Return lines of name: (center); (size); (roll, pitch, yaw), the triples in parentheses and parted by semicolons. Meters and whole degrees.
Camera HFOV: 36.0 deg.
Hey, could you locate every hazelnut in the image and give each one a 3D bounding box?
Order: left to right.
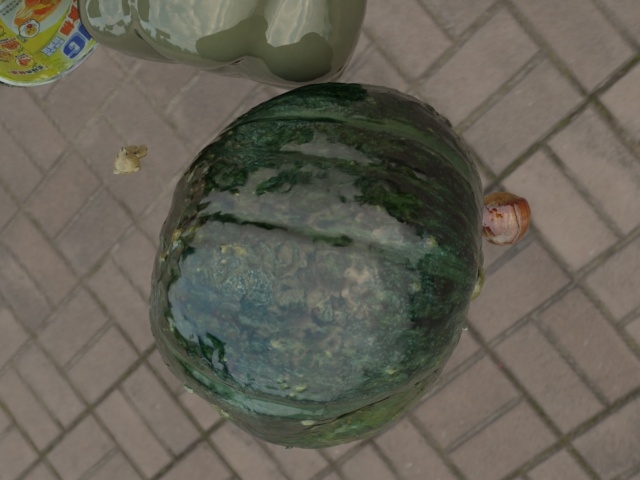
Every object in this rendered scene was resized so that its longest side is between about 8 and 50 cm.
hazelnut: (0.266, -0.032, 1.458); (0.086, 0.086, 0.086); (7, 107, 23)

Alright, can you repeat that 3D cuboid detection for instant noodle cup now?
instant noodle cup: (-0.367, -0.304, 1.160); (0.204, 0.153, 0.205); (-5, 72, 14)

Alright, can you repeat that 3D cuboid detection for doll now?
doll: (-0.352, -0.150, 1.821); (0.061, 0.093, 0.051); (-6, 99, 11)

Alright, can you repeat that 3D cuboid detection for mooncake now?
mooncake: (-0.087, -0.213, 0.881); (0.274, 0.275, 0.135); (11, 97, 22)

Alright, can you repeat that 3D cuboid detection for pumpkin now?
pumpkin: (0.000, 0.000, 0.768); (0.263, 0.293, 0.197); (19, 156, 8)
